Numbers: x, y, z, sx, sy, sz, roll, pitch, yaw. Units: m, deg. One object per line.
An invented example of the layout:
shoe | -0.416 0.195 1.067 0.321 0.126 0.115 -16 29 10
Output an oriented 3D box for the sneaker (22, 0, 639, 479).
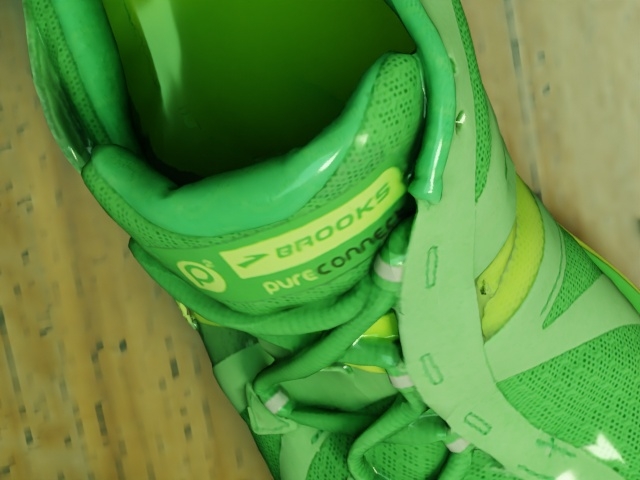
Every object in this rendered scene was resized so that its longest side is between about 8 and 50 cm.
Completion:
sneaker | 0.000 0.000 0.407 0.109 0.123 0.295 -22 101 21
